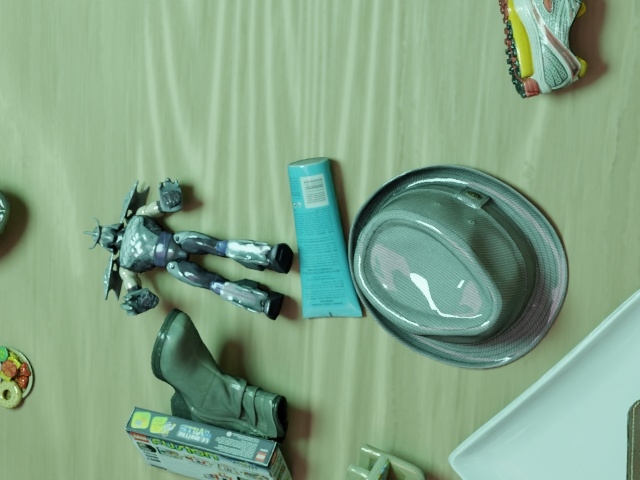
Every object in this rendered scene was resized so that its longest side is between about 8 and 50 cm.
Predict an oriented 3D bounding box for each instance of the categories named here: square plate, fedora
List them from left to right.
[{"bbox_3d":[0.148,0.039,1.498,0.275,0.124,0.244,37,110,11],"label":"fedora"},{"bbox_3d":[0.388,0.282,1.489,0.347,0.049,0.344,47,110,7],"label":"square plate"}]

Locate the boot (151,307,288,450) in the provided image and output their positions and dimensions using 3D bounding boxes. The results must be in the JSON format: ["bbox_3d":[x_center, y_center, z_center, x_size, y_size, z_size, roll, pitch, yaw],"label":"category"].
[{"bbox_3d":[-0.117,0.182,1.598,0.161,0.083,0.246,15,147,18],"label":"boot"}]

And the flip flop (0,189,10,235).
[{"bbox_3d":[-0.518,0.007,1.774,0.112,0.080,0.277,44,126,4],"label":"flip flop"}]

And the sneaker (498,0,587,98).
[{"bbox_3d":[0.252,-0.281,1.439,0.092,0.088,0.225,-10,96,1],"label":"sneaker"}]

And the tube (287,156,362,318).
[{"bbox_3d":[0.000,0.000,1.591,0.080,0.052,0.207,-3,103,26],"label":"tube"}]

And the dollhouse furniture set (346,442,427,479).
[{"bbox_3d":[0.070,0.424,1.551,0.161,0.212,0.242,21,132,18],"label":"dollhouse furniture set"}]

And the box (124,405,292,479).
[{"bbox_3d":[-0.147,0.284,1.660,0.207,0.036,0.114,11,148,18],"label":"box"}]

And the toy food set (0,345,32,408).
[{"bbox_3d":[-0.452,0.194,1.804,0.082,0.020,0.083,41,110,10],"label":"toy food set"}]

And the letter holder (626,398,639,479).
[{"bbox_3d":[0.493,0.282,1.360,0.302,0.214,0.152,-5,129,18],"label":"letter holder"}]

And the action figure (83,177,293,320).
[{"bbox_3d":[-0.181,0.017,1.628,0.285,0.099,0.185,14,96,15],"label":"action figure"}]
